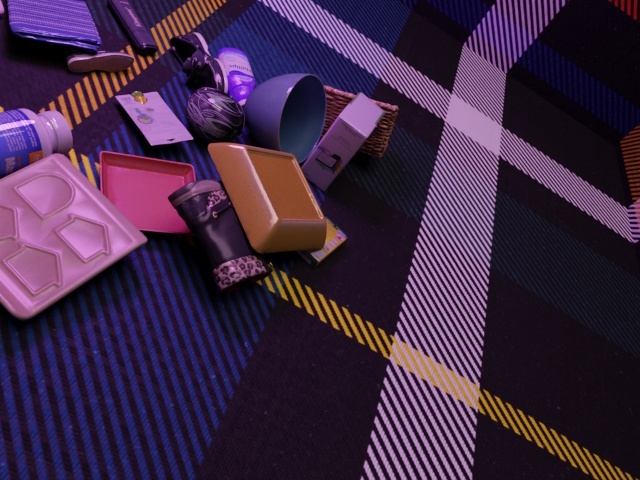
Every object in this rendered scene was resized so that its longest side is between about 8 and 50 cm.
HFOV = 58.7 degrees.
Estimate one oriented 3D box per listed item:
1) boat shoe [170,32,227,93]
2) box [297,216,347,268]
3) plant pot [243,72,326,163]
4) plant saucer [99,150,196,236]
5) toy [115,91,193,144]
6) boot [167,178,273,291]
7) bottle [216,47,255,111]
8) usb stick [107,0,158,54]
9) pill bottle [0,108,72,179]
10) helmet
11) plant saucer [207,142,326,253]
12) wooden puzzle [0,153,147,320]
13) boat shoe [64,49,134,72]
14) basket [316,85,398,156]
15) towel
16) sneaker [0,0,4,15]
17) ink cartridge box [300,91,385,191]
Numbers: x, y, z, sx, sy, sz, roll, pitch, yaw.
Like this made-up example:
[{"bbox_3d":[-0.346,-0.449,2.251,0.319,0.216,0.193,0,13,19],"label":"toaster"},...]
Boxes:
[{"bbox_3d":[-0.416,-0.588,1.909,0.113,0.127,0.340,-7,56,-36],"label":"boat shoe"},{"bbox_3d":[0.000,0.000,1.737,0.105,0.043,0.179,44,45,8],"label":"box"},{"bbox_3d":[-0.135,-0.415,1.870,0.195,0.290,0.290,20,37,25],"label":"plant pot"},{"bbox_3d":[-0.458,-0.114,1.529,0.259,0.048,0.258,5,52,-29],"label":"plant saucer"},{"bbox_3d":[-0.500,-0.353,1.702,0.137,0.056,0.237,-18,61,-38],"label":"toy"},{"bbox_3d":[-0.220,-0.022,1.535,0.284,0.138,0.377,64,22,7],"label":"boot"},{"bbox_3d":[-0.287,-0.551,1.985,0.118,0.092,0.283,3,53,-30],"label":"bottle"},{"bbox_3d":[-0.645,-0.740,1.948,0.077,0.045,0.278,-17,64,-41],"label":"usb stick"},{"bbox_3d":[-0.747,-0.229,1.360,0.152,0.152,0.272,49,44,12],"label":"pill bottle"},{"bbox_3d":[-0.333,-0.386,1.763,0.161,0.169,0.169,-2,54,-55],"label":"helmet"},{"bbox_3d":[-0.119,-0.133,1.579,0.332,0.081,0.333,-3,63,-57],"label":"plant saucer"},{"bbox_3d":[-0.629,-0.014,1.290,0.322,0.080,0.348,44,48,8],"label":"wooden puzzle"},{"bbox_3d":[-0.680,-0.565,1.752,0.206,0.075,0.065,-17,68,-37],"label":"boat shoe"},{"bbox_3d":[0.127,-0.471,2.040,0.299,0.223,0.213,17,45,6],"label":"basket"},{"bbox_3d":[-0.821,-0.678,1.743,0.243,0.040,0.336,0,40,-32],"label":"towel"},{"bbox_3d":[-0.999,-0.712,1.687,0.134,0.051,0.070,43,41,2],"label":"sneaker"},{"bbox_3d":[0.069,-0.325,1.892,0.117,0.278,0.201,38,42,-4],"label":"ink cartridge box"}]
